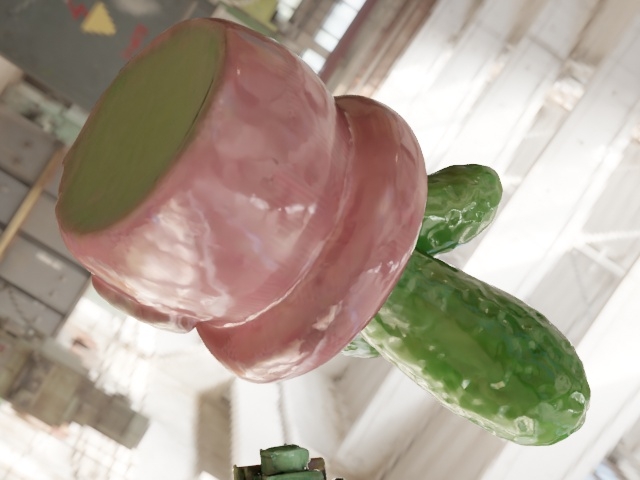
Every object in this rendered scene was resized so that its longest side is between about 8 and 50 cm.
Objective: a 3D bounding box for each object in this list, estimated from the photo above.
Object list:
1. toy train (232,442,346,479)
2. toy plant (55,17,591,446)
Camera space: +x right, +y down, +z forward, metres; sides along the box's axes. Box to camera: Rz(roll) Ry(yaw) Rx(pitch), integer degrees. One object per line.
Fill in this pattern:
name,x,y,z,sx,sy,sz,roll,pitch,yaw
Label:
toy train,-0.018,0.204,0.684,0.118,0.074,0.176,142,-58,-69
toy plant,-0.006,0.001,0.858,0.317,0.356,0.211,18,-96,58
